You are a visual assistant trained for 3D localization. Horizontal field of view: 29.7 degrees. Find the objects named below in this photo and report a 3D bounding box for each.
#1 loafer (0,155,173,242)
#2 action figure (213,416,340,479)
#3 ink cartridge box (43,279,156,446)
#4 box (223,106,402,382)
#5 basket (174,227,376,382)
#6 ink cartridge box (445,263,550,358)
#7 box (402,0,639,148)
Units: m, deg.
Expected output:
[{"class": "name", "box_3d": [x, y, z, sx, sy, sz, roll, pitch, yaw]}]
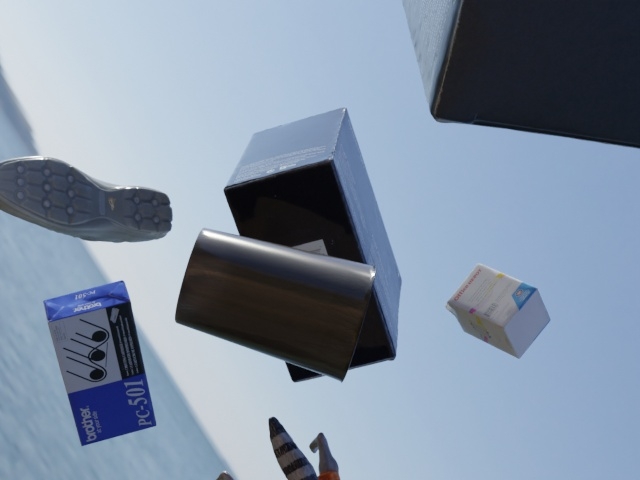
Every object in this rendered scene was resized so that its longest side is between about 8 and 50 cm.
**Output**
[{"class": "loafer", "box_3d": [-0.368, -0.050, 1.807, 0.319, 0.111, 0.112, 17, 65, -44]}, {"class": "action figure", "box_3d": [-0.033, 0.422, 1.685, 0.330, 0.341, 0.179, 46, -48, 40]}, {"class": "ink cartridge box", "box_3d": [-0.261, 0.150, 1.441, 0.046, 0.097, 0.207, -118, -162, -49]}, {"class": "box", "box_3d": [0.000, 0.000, 1.967, 0.312, 0.179, 0.343, -73, 146, -69]}, {"class": "basket", "box_3d": [-0.059, 0.075, 1.533, 0.226, 0.154, 0.204, 16, -9, 1]}, {"class": "ink cartridge box", "box_3d": [0.287, 0.112, 1.987, 0.143, 0.092, 0.090, 26, -23, 44]}, {"class": "box", "box_3d": [0.254, -0.267, 1.221, 0.395, 0.293, 0.212, -93, -167, -61]}]
